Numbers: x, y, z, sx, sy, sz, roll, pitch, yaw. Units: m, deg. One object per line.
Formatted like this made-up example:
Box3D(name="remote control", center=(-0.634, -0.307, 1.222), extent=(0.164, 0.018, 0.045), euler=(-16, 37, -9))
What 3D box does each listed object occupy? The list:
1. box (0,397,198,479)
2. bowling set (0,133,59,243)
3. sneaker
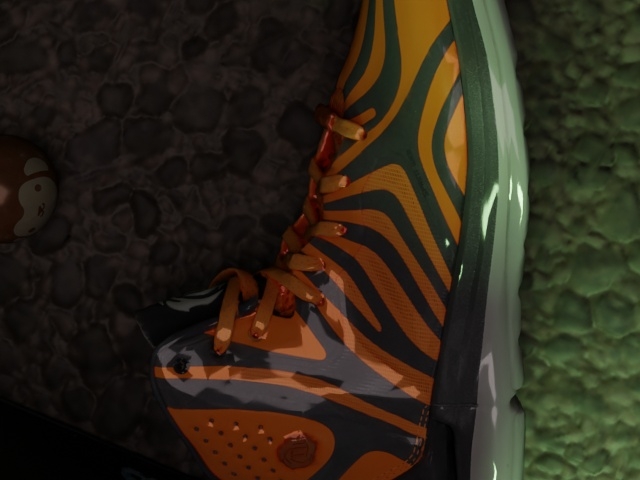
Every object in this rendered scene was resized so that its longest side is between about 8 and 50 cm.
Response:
Box3D(name="box", center=(-0.073, 0.177, 0.598), extent=(0.293, 0.295, 0.073), euler=(25, 98, -6))
Box3D(name="bowling set", center=(-0.220, -0.052, 0.622), extent=(0.200, 0.154, 0.287), euler=(10, 99, -4))
Box3D(name="sneaker", center=(0.000, 0.000, 0.658), extent=(0.180, 0.124, 0.321), euler=(-3, 100, -3))
